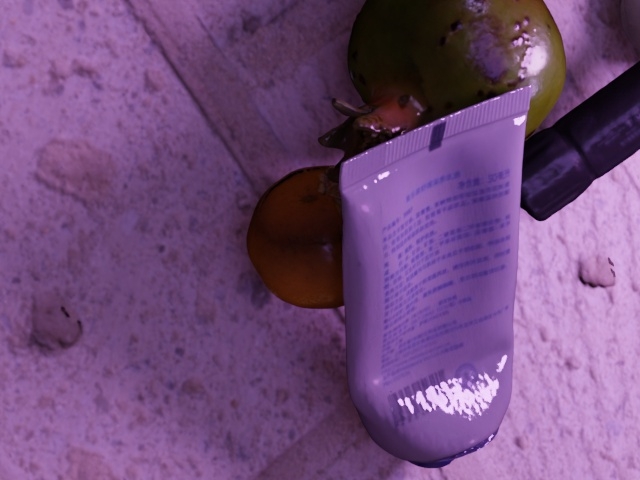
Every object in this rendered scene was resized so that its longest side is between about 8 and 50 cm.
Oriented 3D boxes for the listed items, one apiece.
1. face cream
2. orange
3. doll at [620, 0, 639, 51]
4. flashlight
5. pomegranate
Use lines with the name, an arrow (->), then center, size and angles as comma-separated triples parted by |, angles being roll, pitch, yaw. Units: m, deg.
face cream -> 0.118, 0.062, 1.575 | 0.235, 0.137, 0.420 | -23, 131, -27
orange -> 0.000, 0.000, 1.598 | 0.156, 0.156, 0.134 | -32, 143, -20
doll -> 0.441, -0.248, 1.801 | 0.275, 0.113, 0.155 | 44, 77, -19
flashlight -> 0.379, -0.166, 1.718 | 0.424, 0.103, 0.103 | -36, 106, 4
pomegranate -> 0.106, -0.181, 1.599 | 0.286, 0.231, 0.231 | -21, 99, -21
